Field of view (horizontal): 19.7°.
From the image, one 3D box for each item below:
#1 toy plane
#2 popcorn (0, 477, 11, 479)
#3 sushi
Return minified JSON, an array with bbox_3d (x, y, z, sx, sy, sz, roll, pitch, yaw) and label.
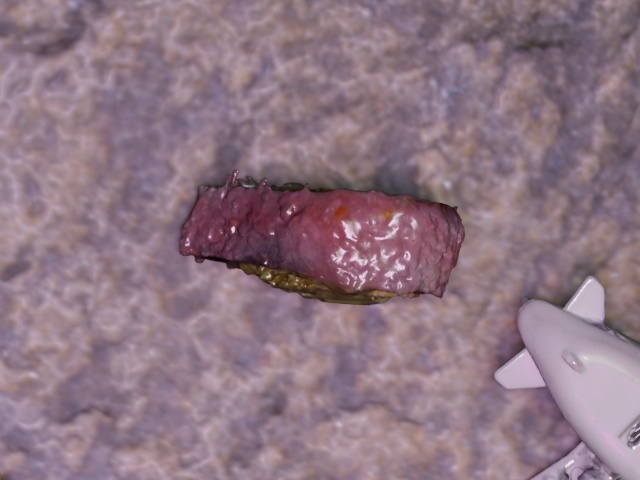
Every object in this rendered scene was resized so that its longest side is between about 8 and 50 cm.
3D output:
[{"bbox_3d":[0.281,0.149,1.676,0.266,0.122,0.267,1,100,3],"label":"toy plane"},{"bbox_3d":[-0.302,0.243,1.567,0.120,0.116,0.106,5,41,-14],"label":"popcorn"},{"bbox_3d":[0.006,0.000,1.610,0.241,0.161,0.107,10,86,-12],"label":"sushi"}]
